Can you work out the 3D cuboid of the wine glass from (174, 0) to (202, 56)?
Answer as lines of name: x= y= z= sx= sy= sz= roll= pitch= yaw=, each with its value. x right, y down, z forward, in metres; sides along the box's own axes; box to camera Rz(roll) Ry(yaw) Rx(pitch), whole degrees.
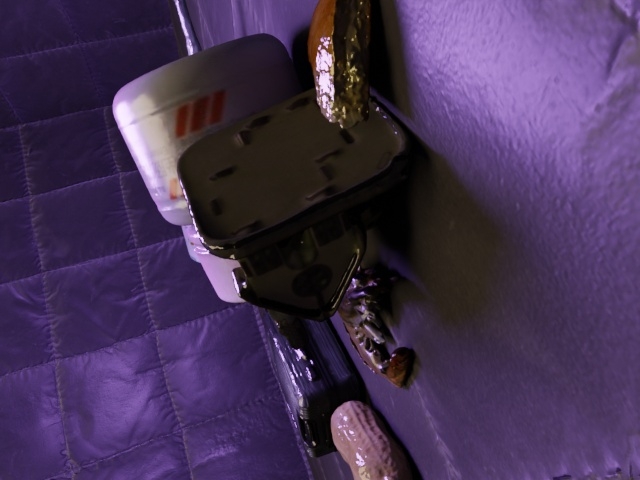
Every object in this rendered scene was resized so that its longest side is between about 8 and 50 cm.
wine glass: x=-0.277 y=-0.484 z=1.004 sx=0.267 sy=0.267 sz=0.406 roll=-121 pitch=16 yaw=-48

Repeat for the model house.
model house: x=0.000 y=0.000 z=0.614 sx=0.205 sy=0.218 sz=0.279 roll=-119 pitch=5 yaw=-45

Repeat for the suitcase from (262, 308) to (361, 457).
suitcase: x=-0.021 y=0.262 z=1.087 sx=0.312 sy=0.128 sz=0.202 roll=-123 pitch=21 yaw=-51

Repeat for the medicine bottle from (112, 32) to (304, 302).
medicine bottle: x=-0.118 y=-0.100 z=0.769 sx=0.325 sy=0.256 sz=0.256 roll=70 pitch=169 yaw=-17

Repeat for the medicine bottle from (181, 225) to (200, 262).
medicine bottle: x=-0.293 y=-0.112 z=1.533 sx=0.245 sy=0.244 sz=0.290 roll=-137 pitch=34 yaw=-66

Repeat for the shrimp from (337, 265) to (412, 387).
shrimp: x=0.070 y=0.119 z=0.710 sx=0.173 sy=0.058 sz=0.253 roll=64 pitch=167 yaw=10

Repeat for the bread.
bread: x=0.019 y=-0.201 z=0.511 sx=0.136 sy=0.054 sz=0.154 roll=101 pitch=160 yaw=-44

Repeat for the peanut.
peanut: x=0.079 y=0.340 z=0.851 sx=0.214 sy=0.090 sz=0.099 roll=-138 pitch=46 yaw=-68
